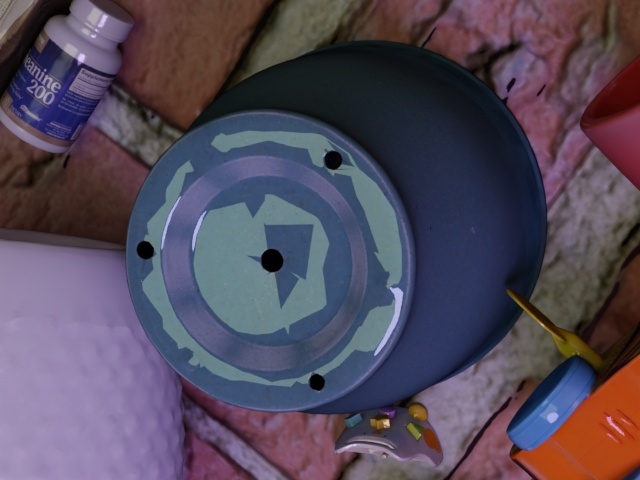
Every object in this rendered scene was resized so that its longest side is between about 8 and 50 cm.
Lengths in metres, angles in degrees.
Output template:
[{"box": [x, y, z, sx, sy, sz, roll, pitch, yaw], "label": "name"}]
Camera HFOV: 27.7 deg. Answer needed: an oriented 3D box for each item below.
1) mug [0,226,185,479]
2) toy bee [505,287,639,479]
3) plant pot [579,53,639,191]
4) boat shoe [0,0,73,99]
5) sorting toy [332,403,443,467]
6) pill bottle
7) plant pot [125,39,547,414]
[{"box": [-0.283, 0.151, 0.972, 0.374, 0.276, 0.328, 8, 92, 14], "label": "mug"}, {"box": [0.176, 0.112, 0.870, 0.298, 0.162, 0.195, -26, 98, 27], "label": "toy bee"}, {"box": [0.337, -0.055, 0.776, 0.275, 0.275, 0.243, -36, 94, 18], "label": "plant pot"}, {"box": [-0.270, -0.160, 1.037, 0.073, 0.080, 0.223, 43, 102, 14], "label": "boat shoe"}, {"box": [0.045, 0.150, 0.975, 0.083, 0.075, 0.045, 5, 98, 16], "label": "sorting toy"}, {"box": [-0.197, -0.134, 1.018, 0.067, 0.067, 0.120, 38, 106, 9], "label": "pill bottle"}, {"box": [0.000, 0.000, 0.876, 0.271, 0.255, 0.272, 2, 98, 17], "label": "plant pot"}]
